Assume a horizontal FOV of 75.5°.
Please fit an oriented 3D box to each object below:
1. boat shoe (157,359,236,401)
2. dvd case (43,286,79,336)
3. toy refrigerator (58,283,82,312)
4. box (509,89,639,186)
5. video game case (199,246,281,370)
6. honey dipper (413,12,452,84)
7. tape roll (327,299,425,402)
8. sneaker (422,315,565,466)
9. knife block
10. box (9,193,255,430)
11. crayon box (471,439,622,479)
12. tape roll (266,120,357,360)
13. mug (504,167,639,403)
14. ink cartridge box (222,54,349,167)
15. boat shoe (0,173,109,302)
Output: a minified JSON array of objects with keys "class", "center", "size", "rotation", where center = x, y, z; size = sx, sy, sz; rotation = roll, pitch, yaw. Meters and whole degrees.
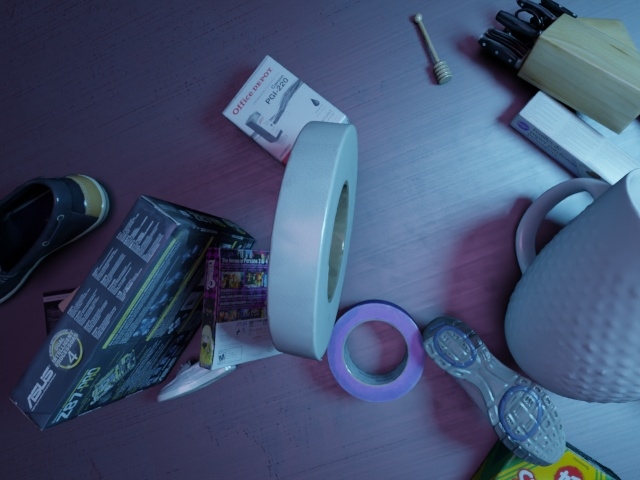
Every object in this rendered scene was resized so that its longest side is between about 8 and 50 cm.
[{"class":"boat shoe","center":[-0.275,0.289,0.896],"size":[0.184,0.066,0.063],"rotation":[-30,69,9]},{"class":"dvd case","center":[-0.560,0.220,0.964],"size":[0.164,0.018,0.221],"rotation":[-9,86,8]},{"class":"toy refrigerator","center":[-0.409,0.084,0.895],"size":[0.269,0.102,0.094],"rotation":[-40,85,1]},{"class":"box","center":[0.517,-0.155,0.785],"size":[0.324,0.063,0.067],"rotation":[41,92,9]},{"class":"video game case","center":[-0.123,0.122,0.797],"size":[0.042,0.232,0.210],"rotation":[2,88,36]},{"class":"honey dipper","center":[0.232,-0.403,0.862],"size":[0.030,0.030,0.161],"rotation":[-20,81,8]},{"class":"tape roll","center":[0.111,0.216,0.826],"size":[0.189,0.080,0.189],"rotation":[-1,87,9]},{"class":"sneaker","center":[0.311,0.260,0.752],"size":[0.111,0.129,0.297],"rotation":[-40,70,3]},{"class":"knife block","center":[0.426,-0.326,0.750],"size":[0.242,0.088,0.276],"rotation":[0,62,-2]},{"class":"box","center":[-0.314,0.125,0.778],"size":[0.097,0.318,0.395],"rotation":[35,94,12]},{"class":"crayon box","center":[0.382,0.516,0.768],"size":[0.202,0.081,0.318],"rotation":[32,93,9]},{"class":"tape roll","center":[0.000,0.000,0.699],"size":[0.072,0.392,0.392],"rotation":[9,89,9]},{"class":"mug","center":[0.454,0.064,0.671],"size":[0.276,0.328,0.374],"rotation":[4,50,-20]},{"class":"ink cartridge box","center":[-0.070,-0.251,0.871],"size":[0.218,0.092,0.158],"rotation":[40,94,10]},{"class":"boat shoe","center":[-0.720,0.010,0.933],"size":[0.500,0.156,0.187],"rotation":[-31,85,8]}]
